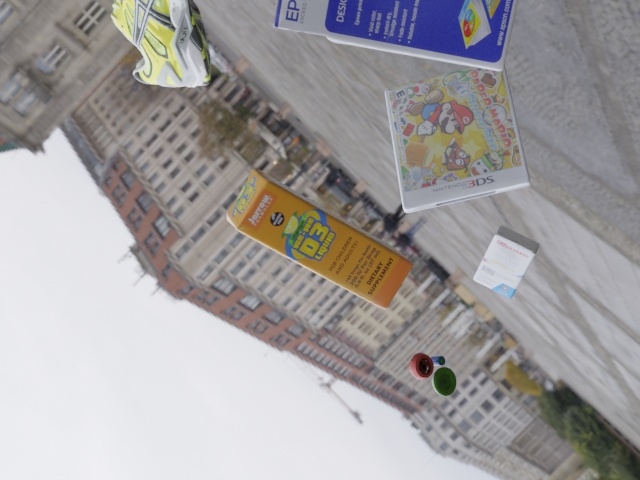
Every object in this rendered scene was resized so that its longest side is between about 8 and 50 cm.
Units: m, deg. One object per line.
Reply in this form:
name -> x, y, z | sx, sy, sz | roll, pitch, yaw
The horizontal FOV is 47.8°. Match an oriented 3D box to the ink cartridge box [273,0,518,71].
ink cartridge box -> 0.114, -0.393, 0.919 | 0.307, 0.304, 0.072 | 10, -169, -4

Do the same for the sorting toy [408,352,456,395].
sorting toy -> 0.197, 0.236, 1.301 | 0.102, 0.061, 0.042 | 39, 154, -17

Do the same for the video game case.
video game case -> 0.222, -0.174, 1.198 | 0.026, 0.206, 0.227 | 40, -139, -65

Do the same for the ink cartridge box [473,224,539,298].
ink cartridge box -> 0.380, 0.043, 1.478 | 0.088, 0.122, 0.052 | 28, -144, 14

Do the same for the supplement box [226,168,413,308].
supplement box -> 0.000, 0.000, 0.924 | 0.233, 0.078, 0.080 | 29, -173, -20

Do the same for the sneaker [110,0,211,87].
sneaker -> -0.293, -0.424, 1.223 | 0.145, 0.147, 0.385 | -101, 0, -52
